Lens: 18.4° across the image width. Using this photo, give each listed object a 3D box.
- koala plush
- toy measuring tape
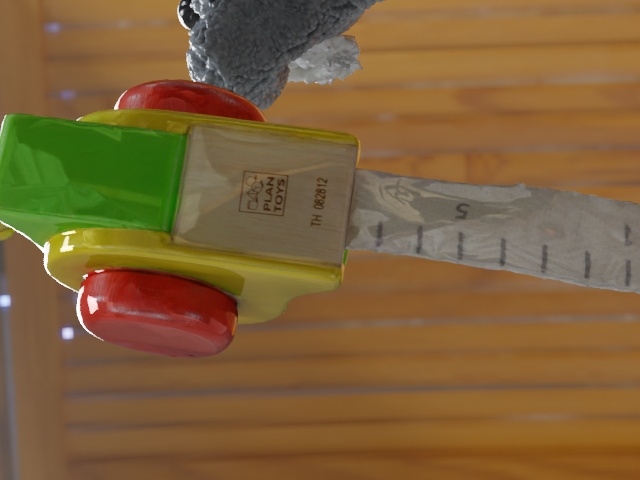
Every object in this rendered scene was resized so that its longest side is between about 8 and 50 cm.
[{"bbox_3d":[-0.029,-0.191,1.372,0.203,0.196,0.221,-30,173,-6],"label":"koala plush"},{"bbox_3d":[0.000,0.000,0.842,0.330,0.121,0.121,7,-169,6],"label":"toy measuring tape"}]
